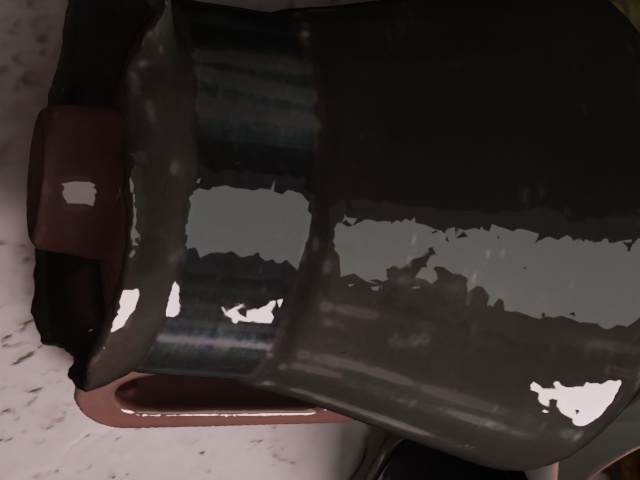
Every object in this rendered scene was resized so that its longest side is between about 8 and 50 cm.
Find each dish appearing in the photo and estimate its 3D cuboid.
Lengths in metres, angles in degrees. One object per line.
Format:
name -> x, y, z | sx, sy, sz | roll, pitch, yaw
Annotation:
dish -> 0.215, 0.096, 0.890 | 0.212, 0.077, 0.151 | -17, 124, -46

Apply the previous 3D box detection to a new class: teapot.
teapot -> 0.000, 0.000, 0.729 | 0.361, 0.305, 0.376 | 6, 138, -21

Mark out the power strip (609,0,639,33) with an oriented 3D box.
power strip -> 0.211, -0.033, 0.930 | 0.092, 0.066, 0.387 | 0, 112, -30

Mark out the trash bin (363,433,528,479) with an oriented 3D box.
trash bin -> 0.149, 0.288, 0.961 | 0.182, 0.209, 0.290 | -31, 129, -5

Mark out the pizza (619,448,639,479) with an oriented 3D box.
pizza -> 0.303, 0.281, 1.062 | 0.074, 0.182, 0.365 | 0, 127, 16
